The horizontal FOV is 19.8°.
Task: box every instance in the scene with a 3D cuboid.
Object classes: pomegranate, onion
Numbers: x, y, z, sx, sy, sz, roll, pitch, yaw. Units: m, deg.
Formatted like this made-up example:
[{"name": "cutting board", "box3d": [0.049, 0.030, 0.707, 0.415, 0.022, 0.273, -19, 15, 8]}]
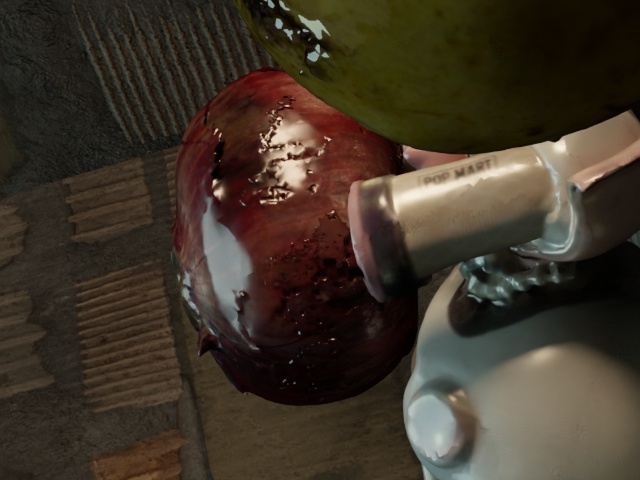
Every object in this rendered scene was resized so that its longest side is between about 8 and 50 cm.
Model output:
[{"name": "pomegranate", "box3d": [0.064, -0.161, 0.686, 0.260, 0.260, 0.260, -16, -90, -87]}, {"name": "onion", "box3d": [0.000, 0.000, 1.312, 0.252, 0.219, 0.252, 168, 90, -76]}]

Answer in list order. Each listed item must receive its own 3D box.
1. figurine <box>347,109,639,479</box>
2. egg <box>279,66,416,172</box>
[{"name": "figurine", "box3d": [0.156, 0.074, 1.202, 0.211, 0.253, 0.361, 32, 141, 50]}, {"name": "egg", "box3d": [0.097, -0.120, 1.471, 0.310, 0.279, 0.279, 134, 123, -67]}]
